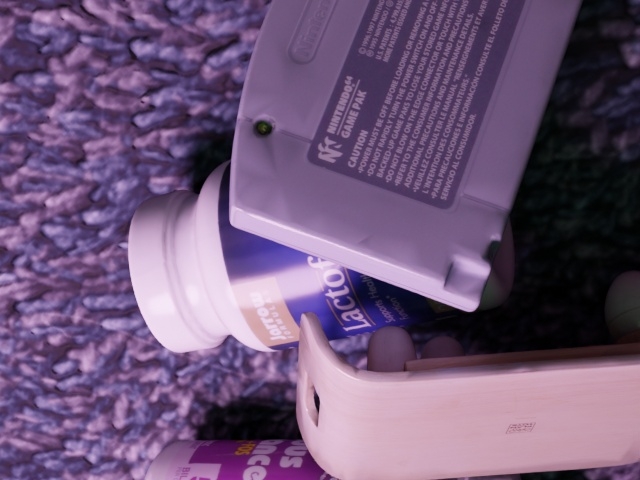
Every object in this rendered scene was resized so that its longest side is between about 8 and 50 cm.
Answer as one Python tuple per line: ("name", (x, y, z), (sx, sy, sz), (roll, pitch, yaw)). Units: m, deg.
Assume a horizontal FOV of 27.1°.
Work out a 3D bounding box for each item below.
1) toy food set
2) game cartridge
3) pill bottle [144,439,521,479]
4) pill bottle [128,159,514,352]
("toy food set", (0.136, 0.093, 0.954), (0.306, 0.092, 0.219), (-3, 153, -5))
("game cartridge", (0.057, -0.117, 0.884), (0.196, 0.294, 0.060), (22, 161, 1))
("pill bottle", (0.013, 0.248, 1.096), (0.302, 0.169, 0.169), (-2, 114, 14))
("pill bottle", (0.000, 0.000, 0.994), (0.265, 0.153, 0.153), (-13, 111, 19))
